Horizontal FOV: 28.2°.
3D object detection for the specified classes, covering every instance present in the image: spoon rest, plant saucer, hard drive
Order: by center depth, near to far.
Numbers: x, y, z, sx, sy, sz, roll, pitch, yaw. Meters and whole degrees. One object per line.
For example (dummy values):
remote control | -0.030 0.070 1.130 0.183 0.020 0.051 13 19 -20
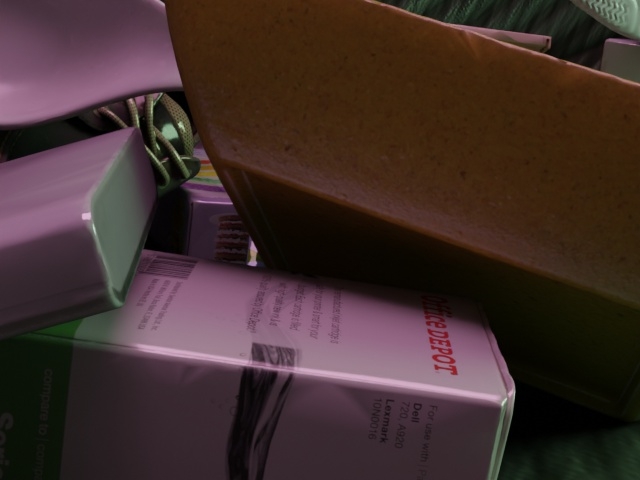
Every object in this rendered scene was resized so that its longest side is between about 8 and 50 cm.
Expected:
hard drive | -0.222 0.026 0.497 0.307 0.040 0.203 -15 13 0
plant saucer | 0.081 0.001 0.684 0.333 0.081 0.333 20 -16 13
spoon rest | -0.131 -0.120 0.811 0.276 0.137 0.084 14 -12 -2

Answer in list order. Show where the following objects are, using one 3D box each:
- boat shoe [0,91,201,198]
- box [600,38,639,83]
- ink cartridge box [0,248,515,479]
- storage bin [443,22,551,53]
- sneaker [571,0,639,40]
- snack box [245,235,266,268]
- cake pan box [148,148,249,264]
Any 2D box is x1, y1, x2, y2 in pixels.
boat shoe | -0.160 -0.081 0.927 0.130 0.132 0.355 -15 22 15
box | 0.406 -0.089 1.309 0.168 0.215 0.345 15 14 30
ink cartridge box | -0.037 0.070 0.564 0.219 0.092 0.160 9 12 0
storage bin | 0.057 -0.127 1.281 0.260 0.123 0.262 6 -8 -13
sneaker | 0.323 -0.229 1.178 0.269 0.101 0.153 11 11 -12
snack box | 0.000 0.000 0.889 0.100 0.037 0.141 7 46 -2
cake pan box | -0.014 -0.021 1.074 0.267 0.070 0.246 4 15 -19
